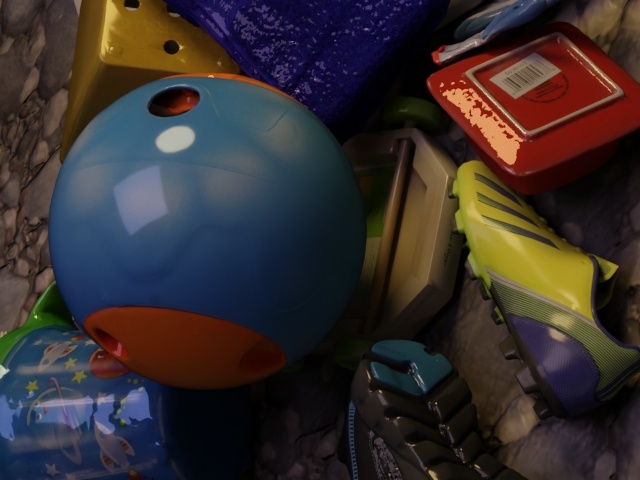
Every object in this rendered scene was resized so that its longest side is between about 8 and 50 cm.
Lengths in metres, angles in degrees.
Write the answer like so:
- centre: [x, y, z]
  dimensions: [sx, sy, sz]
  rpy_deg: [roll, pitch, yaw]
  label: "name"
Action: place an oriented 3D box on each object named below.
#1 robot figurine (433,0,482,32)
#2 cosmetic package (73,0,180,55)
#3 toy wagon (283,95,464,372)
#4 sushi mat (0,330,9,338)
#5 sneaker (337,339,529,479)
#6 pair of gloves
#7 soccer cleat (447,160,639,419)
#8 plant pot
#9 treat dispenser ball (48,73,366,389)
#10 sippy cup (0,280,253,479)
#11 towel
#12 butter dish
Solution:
- centre: [0.073, -0.341, 1.780]
  dimensions: [0.353, 0.200, 0.300]
  rpy_deg: [-28, 65, 34]
  label: "robot figurine"
- centre: [-0.207, -0.236, 2.111]
  dimensions: [0.117, 0.085, 0.231]
  rpy_deg: [-41, 48, 25]
  label: "cosmetic package"
- centre: [0.000, 0.000, 1.786]
  dimensions: [0.344, 0.068, 0.267]
  rpy_deg: [-4, 67, 46]
  label: "toy wagon"
- centre: [-0.339, 0.249, 1.939]
  dimensions: [0.151, 0.019, 0.316]
  rpy_deg: [-5, 67, 44]
  label: "sushi mat"
- centre: [0.114, 0.246, 1.530]
  dimensions: [0.341, 0.125, 0.140]
  rpy_deg: [65, 145, 40]
  label: "sneaker"
- centre: [0.181, -0.219, 1.659]
  dimensions: [0.159, 0.023, 0.198]
  rpy_deg: [-28, 10, 20]
  label: "pair of gloves"
- centre: [0.196, 0.031, 1.566]
  dimensions: [0.121, 0.093, 0.289]
  rpy_deg: [-26, 47, 7]
  label: "soccer cleat"
- centre: [-0.157, -0.198, 1.885]
  dimensions: [0.187, 0.212, 0.212]
  rpy_deg: [109, 167, -65]
  label: "plant pot"
- centre: [-0.102, -0.008, 1.621]
  dimensions: [0.288, 0.288, 0.288]
  rpy_deg: [-23, 55, 37]
  label: "treat dispenser ball"
- centre: [-0.197, 0.186, 1.795]
  dimensions: [0.224, 0.305, 0.240]
  rpy_deg: [-10, 22, 32]
  label: "sippy cup"
- centre: [-0.041, -0.256, 1.707]
  dimensions: [0.308, 0.076, 0.227]
  rpy_deg: [43, 123, 12]
  label: "towel"
- centre: [0.197, -0.098, 1.601]
  dimensions: [0.160, 0.118, 0.160]
  rpy_deg: [-25, 50, -17]
  label: "butter dish"
